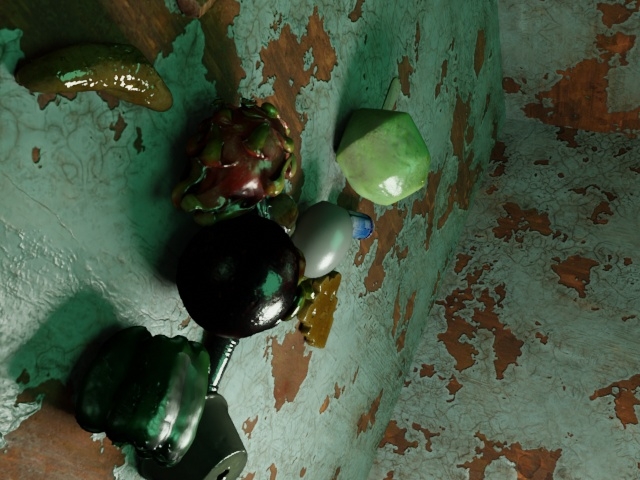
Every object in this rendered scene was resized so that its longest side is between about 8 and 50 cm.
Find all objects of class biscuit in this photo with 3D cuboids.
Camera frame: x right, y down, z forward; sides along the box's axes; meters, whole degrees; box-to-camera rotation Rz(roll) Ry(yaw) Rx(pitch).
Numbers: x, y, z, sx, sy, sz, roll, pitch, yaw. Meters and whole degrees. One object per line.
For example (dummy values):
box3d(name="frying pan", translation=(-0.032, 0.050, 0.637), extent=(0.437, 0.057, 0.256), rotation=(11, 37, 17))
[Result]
box3d(name="biscuit", translation=(-0.008, 0.251, 2.186), extent=(0.278, 0.043, 0.301), rotation=(-41, 140, -52))

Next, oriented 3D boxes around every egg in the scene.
box3d(name="egg", translation=(0.000, 0.000, 1.914), extent=(0.232, 0.176, 0.176), rotation=(-64, 154, 0))

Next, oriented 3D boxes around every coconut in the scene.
box3d(name="coconut", translation=(0.201, -0.283, 2.067), extent=(0.328, 0.281, 0.328), rotation=(14, 64, -30))

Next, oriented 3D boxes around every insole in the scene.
box3d(name="insole", translation=(0.229, -0.427, 2.330), extent=(0.119, 0.009, 0.348), rotation=(34, 73, -62))

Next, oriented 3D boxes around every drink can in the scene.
box3d(name="drink can", translation=(0.098, -0.056, 2.172), extent=(0.235, 0.097, 0.097), rotation=(5, 100, -64))

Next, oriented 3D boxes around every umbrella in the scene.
box3d(name="umbrella", translation=(-0.137, -0.023, 1.619), extent=(0.326, 0.090, 0.094), rotation=(67, 27, -17))

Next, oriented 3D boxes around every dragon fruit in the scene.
box3d(name="dragon fruit", translation=(-0.194, -0.170, 1.415), extent=(0.307, 0.243, 0.227), rotation=(-18, 150, -17))

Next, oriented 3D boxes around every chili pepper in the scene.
box3d(name="chili pepper", translation=(-0.352, 0.315, 1.327), extent=(0.248, 0.233, 0.256), rotation=(63, 42, -60))

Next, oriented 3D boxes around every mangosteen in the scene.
box3d(name="mangosteen", translation=(-0.181, 0.092, 1.476), extent=(0.297, 0.297, 0.313), rotation=(-59, 153, -30))

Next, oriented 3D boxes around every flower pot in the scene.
box3d(name="flower pot", translation=(-0.286, 0.523, 1.567), extent=(0.269, 0.166, 0.269), rotation=(-36, 144, -32))

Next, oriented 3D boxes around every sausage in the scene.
box3d(name="sausage", translation=(-0.222, -0.525, 1.310), extent=(0.169, 0.065, 0.065), rotation=(-59, 150, -30))

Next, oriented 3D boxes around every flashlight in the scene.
box3d(name="flashlight", translation=(-0.263, 0.296, 1.663), extent=(0.232, 0.093, 0.093), rotation=(-66, 153, -6))

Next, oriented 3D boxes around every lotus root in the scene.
box3d(name="lotus root", translation=(-0.148, -0.003, 1.730), extent=(0.329, 0.078, 0.167), rotation=(-49, 143, -42))

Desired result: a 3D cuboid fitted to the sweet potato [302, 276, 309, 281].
box3d(name="sweet potato", translation=(-0.044, 0.092, 1.998), extent=(0.273, 0.075, 0.075), rotation=(-50, 145, -37))

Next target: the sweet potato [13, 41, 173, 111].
box3d(name="sweet potato", translation=(-0.362, -0.294, 1.130), extent=(0.114, 0.092, 0.341), rotation=(-56, 160, 20))
